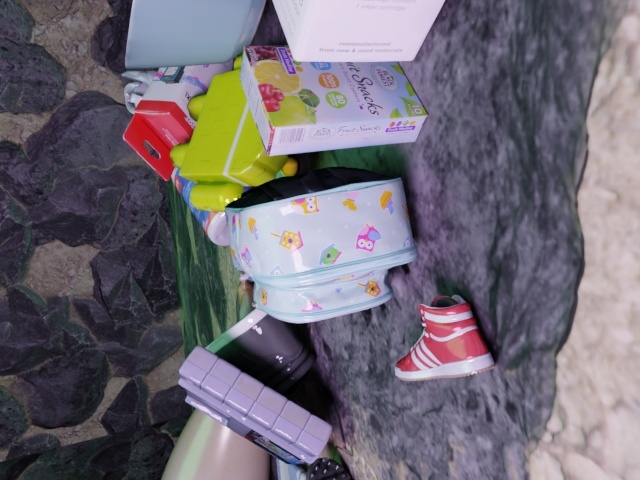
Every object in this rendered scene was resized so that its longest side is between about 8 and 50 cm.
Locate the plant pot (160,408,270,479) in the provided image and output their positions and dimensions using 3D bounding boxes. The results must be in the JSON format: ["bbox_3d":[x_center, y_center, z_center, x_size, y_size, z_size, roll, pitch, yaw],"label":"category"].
[{"bbox_3d":[-0.220,0.468,1.197,0.256,0.257,0.273,40,119,61],"label":"plant pot"}]

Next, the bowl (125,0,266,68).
[{"bbox_3d":[-0.166,-0.378,0.737,0.311,0.163,0.311,-170,90,-67],"label":"bowl"}]

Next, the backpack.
[{"bbox_3d":[0.000,0.000,0.501,0.188,0.166,0.144,164,96,-72],"label":"backpack"}]

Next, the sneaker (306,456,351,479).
[{"bbox_3d":[0.028,0.422,0.713,0.106,0.078,0.234,107,146,-44],"label":"sneaker"}]

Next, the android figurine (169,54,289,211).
[{"bbox_3d":[-0.110,-0.159,0.733,0.273,0.056,0.248,5,75,43],"label":"android figurine"}]

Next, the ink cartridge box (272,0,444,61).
[{"bbox_3d":[0.038,-0.300,0.355,0.283,0.117,0.207,118,139,-58],"label":"ink cartridge box"}]

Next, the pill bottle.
[{"bbox_3d":[-0.202,-0.108,0.978,0.221,0.124,0.124,52,148,24],"label":"pill bottle"}]

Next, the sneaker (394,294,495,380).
[{"bbox_3d":[0.097,0.085,0.454,0.118,0.042,0.067,-34,70,59],"label":"sneaker"}]

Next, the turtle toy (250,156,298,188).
[{"bbox_3d":[-0.072,-0.085,0.796,0.130,0.066,0.095,-123,32,-48],"label":"turtle toy"}]

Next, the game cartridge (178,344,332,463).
[{"bbox_3d":[-0.117,0.284,0.852,0.230,0.068,0.355,34,155,4],"label":"game cartridge"}]

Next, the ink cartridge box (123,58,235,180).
[{"bbox_3d":[-0.220,-0.225,0.886,0.134,0.078,0.231,55,-130,-55],"label":"ink cartridge box"}]

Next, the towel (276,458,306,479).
[{"bbox_3d":[-0.014,0.510,0.925,0.285,0.034,0.209,160,103,-67],"label":"towel"}]

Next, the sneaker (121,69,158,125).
[{"bbox_3d":[-0.355,-0.346,1.234,0.366,0.210,0.137,-142,48,-62],"label":"sneaker"}]

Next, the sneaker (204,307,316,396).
[{"bbox_3d":[-0.114,0.210,0.875,0.147,0.105,0.296,51,142,2],"label":"sneaker"}]

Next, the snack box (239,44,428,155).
[{"bbox_3d":[0.009,-0.128,0.461,0.037,0.141,0.100,112,144,-54],"label":"snack box"}]

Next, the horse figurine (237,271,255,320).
[{"bbox_3d":[-0.119,0.134,1.008,0.263,0.066,0.174,-114,31,-41],"label":"horse figurine"}]
